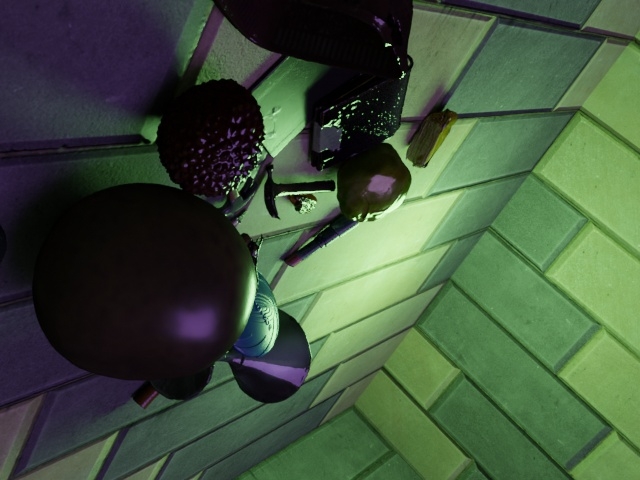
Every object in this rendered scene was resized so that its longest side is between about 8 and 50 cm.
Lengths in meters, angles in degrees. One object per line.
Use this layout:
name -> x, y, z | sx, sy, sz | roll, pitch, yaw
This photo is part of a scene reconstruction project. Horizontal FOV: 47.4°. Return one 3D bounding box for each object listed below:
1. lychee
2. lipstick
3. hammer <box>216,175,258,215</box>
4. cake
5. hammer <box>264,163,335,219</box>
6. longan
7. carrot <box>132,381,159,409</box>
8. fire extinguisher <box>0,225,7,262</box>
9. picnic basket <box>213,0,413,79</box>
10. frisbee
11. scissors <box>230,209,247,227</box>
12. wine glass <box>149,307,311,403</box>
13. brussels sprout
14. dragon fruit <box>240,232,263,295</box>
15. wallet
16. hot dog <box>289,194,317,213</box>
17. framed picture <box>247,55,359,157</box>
lychee -> -0.171, -0.173, 1.198 | 0.188, 0.188, 0.188 | -38, 158, -19
lipstick -> 0.000, 0.000, 2.018 | 0.234, 0.053, 0.053 | -35, 157, -17
hammer -> -0.183, -0.142, 1.439 | 0.111, 0.033, 0.287 | -38, 157, -17
cake -> 0.312, -0.297, 2.045 | 0.116, 0.080, 0.184 | -36, 150, -56
hammer -> -0.043, -0.121, 1.694 | 0.297, 0.027, 0.125 | -15, 110, -60
longan -> -0.289, 0.075, 1.224 | 0.361, 0.361, 0.361 | -38, 158, -19
carrot -> -0.428, 0.379, 1.911 | 0.139, 0.048, 0.048 | -46, 159, -5
fire extinguisher -> -0.550, -0.004, 0.932 | 0.294, 0.118, 0.093 | 16, 81, -66
picnic basket -> -0.001, -0.359, 1.075 | 0.129, 0.297, 0.222 | -70, 159, -5
frisbee -> -0.167, 0.161, 1.757 | 0.045, 0.242, 0.242 | -17, 173, 29
scissors -> -0.204, -0.027, 1.635 | 0.113, 0.012, 0.039 | -46, 159, 2
wine glass -> -0.238, 0.294, 1.851 | 0.267, 0.267, 0.406 | -51, 153, 14
brussels sprout -> 0.126, -0.142, 1.830 | 0.223, 0.161, 0.223 | -39, 152, -26
dragon fruit -> -0.230, 0.075, 1.473 | 0.293, 0.233, 0.234 | -41, 164, 33
wallet -> 0.093, -0.282, 1.640 | 0.262, 0.071, 0.221 | -32, 158, -21
hot dog -> -0.039, -0.092, 1.779 | 0.056, 0.041, 0.133 | -48, 159, 6
framed picture -> -0.016, -0.323, 1.446 | 0.324, 0.013, 0.244 | -44, 158, -3
